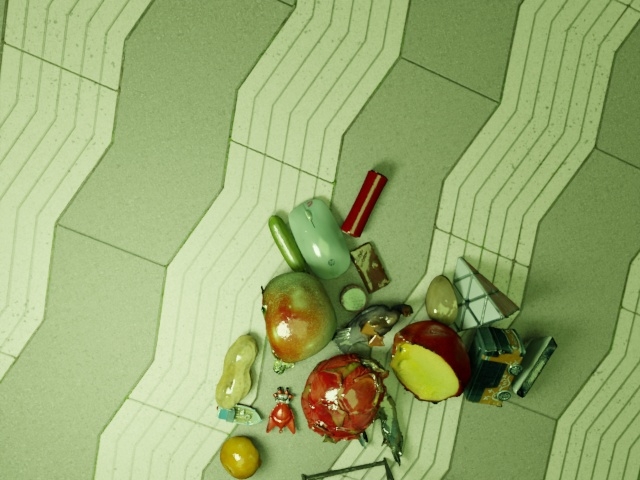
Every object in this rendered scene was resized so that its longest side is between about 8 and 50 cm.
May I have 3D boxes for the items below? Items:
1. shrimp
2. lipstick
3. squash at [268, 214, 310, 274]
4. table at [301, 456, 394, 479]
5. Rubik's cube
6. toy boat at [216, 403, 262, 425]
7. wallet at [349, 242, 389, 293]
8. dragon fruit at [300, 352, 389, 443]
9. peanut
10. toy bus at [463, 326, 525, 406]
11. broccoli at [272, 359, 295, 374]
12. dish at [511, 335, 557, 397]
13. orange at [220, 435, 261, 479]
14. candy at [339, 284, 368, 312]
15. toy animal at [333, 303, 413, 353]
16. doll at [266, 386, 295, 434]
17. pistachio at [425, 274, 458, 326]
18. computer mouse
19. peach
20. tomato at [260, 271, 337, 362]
[{"bbox_3d":[0.210,0.704,1.888,0.177,0.075,0.290,-13,98,5],"label":"shrimp"},{"bbox_3d":[0.154,-0.127,1.789,0.080,0.080,0.241,26,94,-7],"label":"lipstick"},{"bbox_3d":[-0.114,0.025,1.789,0.066,0.066,0.252,-27,96,-1],"label":"squash"},{"bbox_3d":[0.115,0.968,1.804,0.334,0.272,0.223,-9,95,-3],"label":"table"},{"bbox_3d":[0.579,0.231,1.827,0.228,0.233,0.229,-54,143,-34],"label":"Rubik's cube"},{"bbox_3d":[-0.296,0.632,1.843,0.172,0.059,0.069,14,95,-6],"label":"toy boat"},{"bbox_3d":[0.178,0.100,1.841,0.095,0.026,0.176,-27,98,-4],"label":"wallet"},{"bbox_3d":[0.078,0.540,1.761,0.277,0.277,0.343,24,95,-7],"label":"dragon fruit"},{"bbox_3d":[-0.289,0.467,1.800,0.125,0.111,0.275,16,95,-10],"label":"peanut"},{"bbox_3d":[0.608,0.447,1.813,0.167,0.139,0.275,8,121,-3],"label":"toy bus"},{"bbox_3d":[-0.126,0.430,1.821,0.096,0.092,0.095,-17,111,-20],"label":"broccoli"},{"bbox_3d":[0.770,0.453,1.877,0.080,0.182,0.243,33,88,37],"label":"dish"},{"bbox_3d":[-0.284,0.773,1.821,0.155,0.154,0.134,49,49,-7],"label":"orange"},{"bbox_3d":[0.120,0.210,1.840,0.103,0.043,0.103,0,97,-2],"label":"candy"},{"bbox_3d":[0.185,0.303,1.793,0.298,0.185,0.122,-30,100,25],"label":"toy animal"},{"bbox_3d":[-0.140,0.623,1.855,0.109,0.057,0.169,4,97,-3],"label":"doll"},{"bbox_3d":[0.435,0.217,1.830,0.108,0.126,0.186,-1,81,-42],"label":"pistachio"},{"bbox_3d":[0.001,0.001,1.782,0.159,0.097,0.289,-25,98,1],"label":"computer mouse"},{"bbox_3d":[0.378,0.393,1.780,0.257,0.201,0.362,-19,121,38],"label":"peach"},{"bbox_3d":[-0.068,0.258,1.708,0.238,0.303,0.304,-12,97,-1],"label":"tomato"}]
